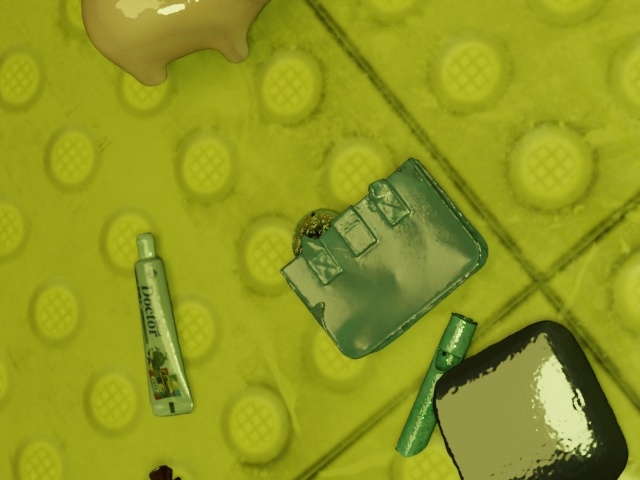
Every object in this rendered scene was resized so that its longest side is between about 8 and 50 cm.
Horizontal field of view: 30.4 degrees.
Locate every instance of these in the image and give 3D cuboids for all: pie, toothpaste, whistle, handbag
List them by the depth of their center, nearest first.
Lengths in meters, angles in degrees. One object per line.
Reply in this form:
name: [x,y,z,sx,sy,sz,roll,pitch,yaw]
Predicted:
whistle: [0.142,0.180,1.450,0.039,0.039,0.186,25,97,24]
handbag: [0.077,0.022,1.467,0.229,0.062,0.179,-42,77,16]
pie: [-0.001,-0.001,1.535,0.084,0.021,0.084,-2,86,24]
toothpaste: [-0.222,0.115,1.623,0.067,0.037,0.256,-11,86,23]

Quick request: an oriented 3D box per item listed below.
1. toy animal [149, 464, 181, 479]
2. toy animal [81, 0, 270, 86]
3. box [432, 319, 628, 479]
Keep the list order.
toy animal: [-0.186,0.398,1.570,0.202,0.070,0.105,68,155,5]
toy animal: [-0.164,-0.358,1.524,0.326,0.269,0.237,-21,34,0]
box: [0.246,0.222,1.390,0.201,0.042,0.213,-30,80,12]
